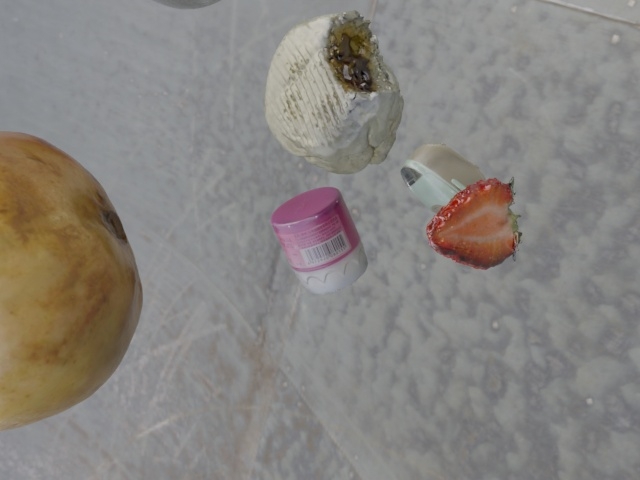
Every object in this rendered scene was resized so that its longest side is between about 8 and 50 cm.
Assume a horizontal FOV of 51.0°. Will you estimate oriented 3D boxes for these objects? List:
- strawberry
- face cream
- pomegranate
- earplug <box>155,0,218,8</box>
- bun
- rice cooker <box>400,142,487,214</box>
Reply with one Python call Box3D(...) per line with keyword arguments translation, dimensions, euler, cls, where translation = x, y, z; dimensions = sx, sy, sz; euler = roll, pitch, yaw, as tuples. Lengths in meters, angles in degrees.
Box3D(translation=(0.276, -0.012, 1.250), dimensions=(0.098, 0.228, 0.174), euler=(5, 122, 55), cls="strawberry")
Box3D(translation=(0.000, 0.000, 1.534), dimensions=(0.175, 0.175, 0.194), euler=(15, 134, 56), cls="face cream")
Box3D(translation=(-0.381, 0.051, 0.774), dimensions=(0.338, 0.338, 0.338), euler=(0, 90, 57), cls="pomegranate")
Box3D(translation=(-0.297, -0.624, 1.302), dimensions=(0.313, 0.394, 0.312), euler=(2, 96, 21), cls="earplug")
Box3D(translation=(0.038, -0.257, 1.227), dimensions=(0.282, 0.205, 0.281), euler=(2, 93, 40), cls="bun")
Box3D(translation=(0.280, -0.130, 1.503), dimensions=(0.127, 0.206, 0.145), euler=(-58, 4, -11), cls="rice cooker")
